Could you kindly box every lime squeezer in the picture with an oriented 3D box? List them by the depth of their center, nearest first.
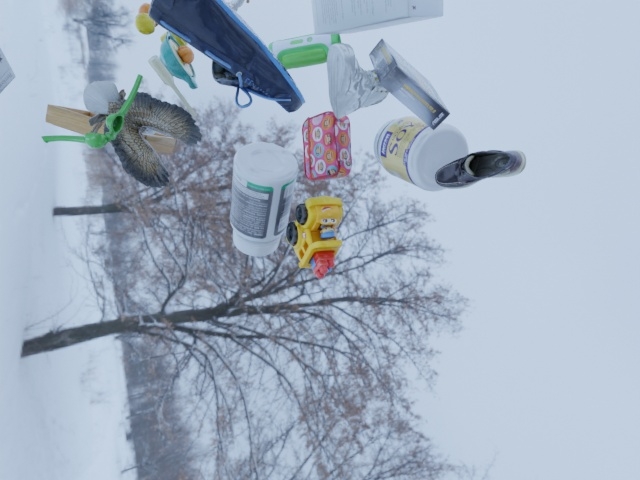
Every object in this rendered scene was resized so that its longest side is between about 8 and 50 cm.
[{"bbox_3d":[-0.576,-0.312,1.176,0.110,0.310,0.059,55,-1,22],"label":"lime squeezer"}]

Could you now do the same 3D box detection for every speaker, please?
[{"bbox_3d":[-0.063,-0.795,1.857,0.131,0.296,0.131,-4,90,-76],"label":"speaker"}]

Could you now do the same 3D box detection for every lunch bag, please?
[{"bbox_3d":[0.014,-0.417,1.994,0.258,0.120,0.293,-3,-89,46],"label":"lunch bag"}]

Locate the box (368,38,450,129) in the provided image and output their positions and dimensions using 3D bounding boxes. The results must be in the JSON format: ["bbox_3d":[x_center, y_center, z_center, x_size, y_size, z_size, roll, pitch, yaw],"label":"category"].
[{"bbox_3d":[0.215,-0.393,1.099,0.056,0.183,0.231,-44,-153,28],"label":"box"}]

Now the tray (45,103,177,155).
[{"bbox_3d":[-0.772,-0.407,1.648,0.203,0.410,0.076,-29,138,-73],"label":"tray"}]

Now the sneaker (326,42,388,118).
[{"bbox_3d":[0.111,-0.455,1.216,0.292,0.169,0.108,85,-14,-78],"label":"sneaker"}]

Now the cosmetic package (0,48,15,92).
[{"bbox_3d":[-0.944,-0.473,1.153,0.184,0.151,0.151,103,1,-58],"label":"cosmetic package"}]

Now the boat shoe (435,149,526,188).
[{"bbox_3d":[0.466,-0.223,1.344,0.285,0.092,0.103,-4,-99,47],"label":"boat shoe"}]

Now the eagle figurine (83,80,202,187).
[{"bbox_3d":[-0.539,-0.335,1.328,0.298,0.225,0.226,38,-47,13],"label":"eagle figurine"}]

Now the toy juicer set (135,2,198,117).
[{"bbox_3d":[-0.416,-0.532,1.233,0.329,0.089,0.209,69,9,25],"label":"toy juicer set"}]

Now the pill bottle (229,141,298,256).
[{"bbox_3d":[-0.199,-0.125,1.484,0.361,0.204,0.204,106,-34,-44],"label":"pill bottle"}]

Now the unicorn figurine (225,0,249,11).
[{"bbox_3d":[-0.297,-0.832,1.546,0.060,0.161,0.111,54,16,-45],"label":"unicorn figurine"}]

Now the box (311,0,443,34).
[{"bbox_3d":[0.147,-0.708,1.225,0.345,0.168,0.215,16,-60,44],"label":"box"}]

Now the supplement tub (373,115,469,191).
[{"bbox_3d":[0.364,-0.336,1.665,0.331,0.240,0.241,-135,-135,-60],"label":"supplement tub"}]

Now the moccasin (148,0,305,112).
[{"bbox_3d":[-0.165,-0.347,0.827,0.117,0.342,0.138,-41,-133,13],"label":"moccasin"}]

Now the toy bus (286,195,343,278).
[{"bbox_3d":[0.000,0.000,1.383,0.220,0.149,0.212,-60,-140,47],"label":"toy bus"}]
